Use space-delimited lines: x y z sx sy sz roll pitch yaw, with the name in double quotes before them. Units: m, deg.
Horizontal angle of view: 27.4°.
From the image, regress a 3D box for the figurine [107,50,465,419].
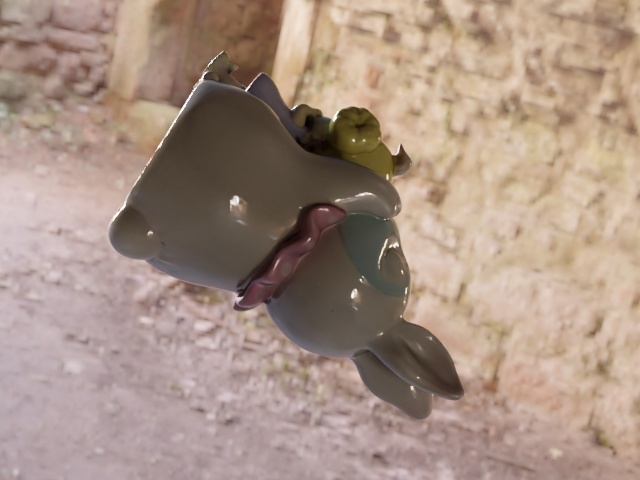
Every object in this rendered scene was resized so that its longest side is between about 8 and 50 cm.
"figurine" 0.000 0.000 0.827 0.235 0.127 0.155 33 47 -9
